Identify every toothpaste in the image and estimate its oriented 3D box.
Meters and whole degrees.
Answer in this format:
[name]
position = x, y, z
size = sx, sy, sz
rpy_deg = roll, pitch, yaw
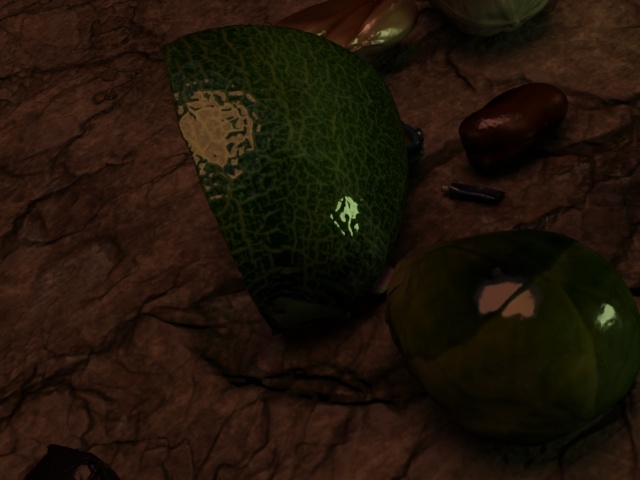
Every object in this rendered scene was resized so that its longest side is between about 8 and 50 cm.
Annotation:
[toothpaste]
position = 0.197, -0.063, 1.321
size = 0.083, 0.019, 0.027
rpy_deg = 9, 25, 26

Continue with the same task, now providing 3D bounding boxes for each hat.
[hat]
position = 0.257, -0.403, 1.572
size = 0.232, 0.161, 0.275
rpy_deg = -17, 19, 4

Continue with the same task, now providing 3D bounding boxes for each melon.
[melon]
position = -0.033, -0.074, 1.231
size = 0.226, 0.331, 0.344
rpy_deg = -47, 50, 34

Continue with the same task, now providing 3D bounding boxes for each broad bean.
[broad bean]
position = 0.259, -0.159, 1.353
size = 0.114, 0.084, 0.165
rpy_deg = 20, 48, 37

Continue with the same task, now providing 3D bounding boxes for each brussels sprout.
[brussels sprout]
position = 0.183, 0.090, 1.041
size = 0.219, 0.210, 0.271
rpy_deg = -37, 30, -27

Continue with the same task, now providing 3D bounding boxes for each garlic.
[garlic]
position = 0.016, -0.308, 1.579
size = 0.228, 0.110, 0.217
rpy_deg = -29, 31, -28

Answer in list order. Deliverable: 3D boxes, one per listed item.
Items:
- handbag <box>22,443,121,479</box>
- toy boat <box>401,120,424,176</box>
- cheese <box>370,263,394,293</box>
[handbag]
position = -0.221, 0.318, 0.923
size = 0.155, 0.215, 0.169
rpy_deg = -3, 39, 42
[toy boat]
position = 0.048, -0.152, 1.408
size = 0.238, 0.098, 0.109
rpy_deg = 21, 58, 34
[cheese]
position = 0.000, 0.000, 1.299
size = 0.127, 0.050, 0.255
rpy_deg = -37, 46, -19
